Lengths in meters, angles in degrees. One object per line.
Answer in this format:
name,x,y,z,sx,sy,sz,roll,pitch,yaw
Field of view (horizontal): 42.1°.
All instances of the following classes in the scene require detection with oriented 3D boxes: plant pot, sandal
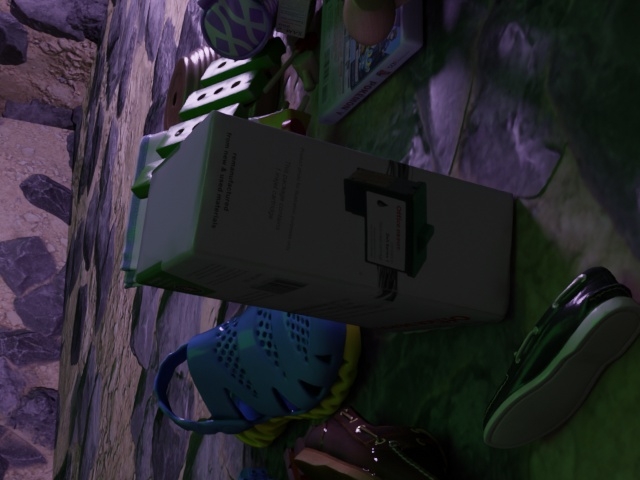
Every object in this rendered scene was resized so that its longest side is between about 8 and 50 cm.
plant pot,-0.148,-0.182,1.139,0.237,0.110,0.237,-171,90,-68
sandal,-0.066,0.119,0.798,0.317,0.138,0.126,129,145,-47

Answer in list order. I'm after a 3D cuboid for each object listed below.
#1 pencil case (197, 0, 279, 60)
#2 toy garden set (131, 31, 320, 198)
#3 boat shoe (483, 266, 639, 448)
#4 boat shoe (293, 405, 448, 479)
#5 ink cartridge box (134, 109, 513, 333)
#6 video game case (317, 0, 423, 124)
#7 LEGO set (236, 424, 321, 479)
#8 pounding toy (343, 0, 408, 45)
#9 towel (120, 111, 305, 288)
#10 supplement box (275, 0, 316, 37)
pencil case,-0.091,-0.281,0.995,0.086,0.088,0.206,-50,13,23
toy garden set,-0.075,-0.141,0.925,0.204,0.049,0.244,-12,39,33
boat shoe,0.129,0.068,0.468,0.125,0.046,0.038,-62,29,32
boat shoe,0.051,0.160,0.589,0.073,0.073,0.207,-45,22,-19
ink cartridge box,0.000,0.000,0.580,0.160,0.219,0.092,160,120,-64
video game case,0.047,-0.238,0.811,0.183,0.023,0.201,148,128,-61
LEGO set,-0.016,0.241,0.695,0.227,0.087,0.093,-111,37,-49
pounding toy,0.074,-0.250,0.659,0.154,0.155,0.269,115,176,-75
towel,-0.136,-0.043,1.012,0.285,0.034,0.209,-2,78,39
supplement box,-0.021,-0.284,0.922,0.062,0.036,0.098,-74,-3,-46
